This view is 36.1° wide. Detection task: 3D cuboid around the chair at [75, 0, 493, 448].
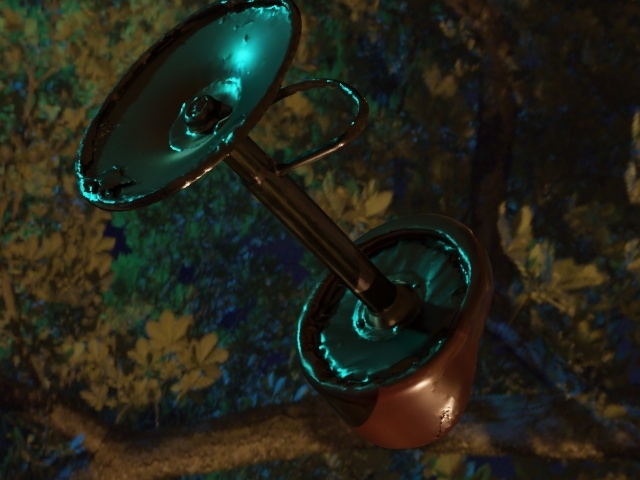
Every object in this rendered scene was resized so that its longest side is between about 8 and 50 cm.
[{"bbox_3d":[0.000,0.000,0.878,0.401,0.227,0.226,47,-152,-36],"label":"chair"}]
